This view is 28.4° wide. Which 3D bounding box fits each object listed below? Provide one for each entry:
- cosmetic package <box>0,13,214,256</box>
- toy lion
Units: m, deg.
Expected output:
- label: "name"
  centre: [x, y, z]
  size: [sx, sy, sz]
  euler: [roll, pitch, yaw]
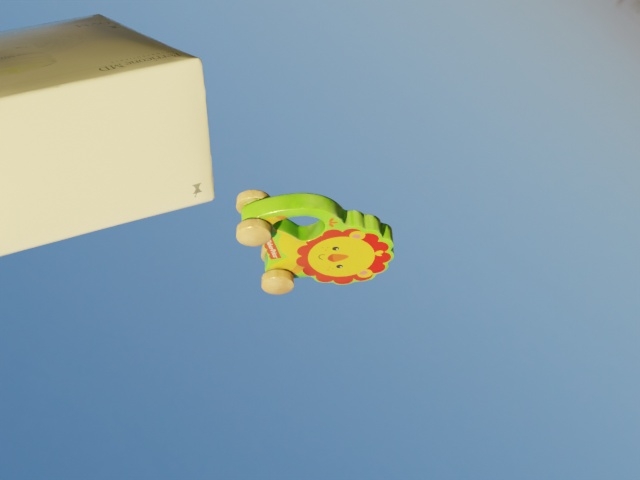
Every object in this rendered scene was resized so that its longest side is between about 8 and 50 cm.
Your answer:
- label: "cosmetic package"
  centre: [-0.246, -0.101, 1.114]
  size: [0.224, 0.138, 0.225]
  euler: [-17, -152, -28]
- label: "toy lion"
  centre: [0.000, 0.000, 0.854]
  size: [0.100, 0.096, 0.034]
  euler: [66, -163, -54]
